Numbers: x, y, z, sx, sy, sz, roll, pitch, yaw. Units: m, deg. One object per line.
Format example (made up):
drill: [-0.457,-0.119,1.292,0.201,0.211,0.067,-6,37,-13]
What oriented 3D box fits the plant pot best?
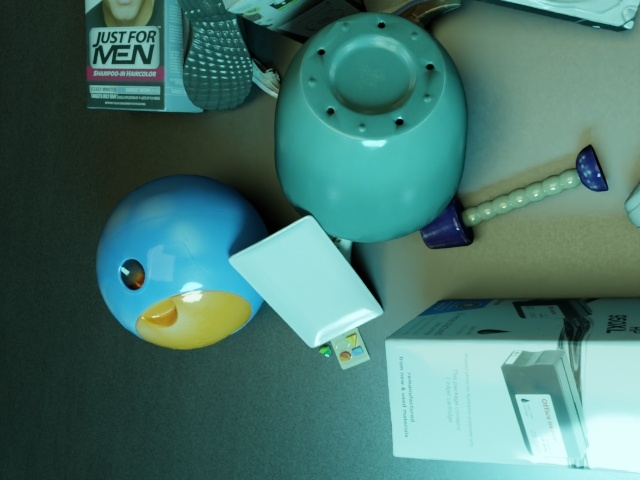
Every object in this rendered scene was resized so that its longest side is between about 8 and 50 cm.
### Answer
plant pot: [0.068,-0.170,0.999,0.292,0.235,0.293,-1,73,3]

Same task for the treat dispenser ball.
treat dispenser ball: [-0.222,0.034,1.193,0.288,0.288,0.288,3,98,24]

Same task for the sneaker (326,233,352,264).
sneaker: [0.000,0.000,1.180,0.105,0.123,0.290,25,107,18]

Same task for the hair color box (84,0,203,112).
hair color box: [-0.307,-0.416,1.259,0.185,0.113,0.375,7,101,27]

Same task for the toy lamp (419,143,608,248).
toy lamp: [0.278,-0.054,1.072,0.274,0.080,0.080,-22,87,26]

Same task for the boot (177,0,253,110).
boot: [-0.172,-0.394,1.182,0.118,0.338,0.223,-1,57,-8]

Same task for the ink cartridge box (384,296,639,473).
ink cartridge box: [0.319,0.177,0.967,0.394,0.285,0.166,-3,95,24]

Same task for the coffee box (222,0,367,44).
coffee box: [-0.051,-0.404,1.055,0.118,0.297,0.168,-22,86,21]

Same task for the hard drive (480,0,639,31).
hard drive: [0.282,-0.435,0.971,0.338,0.064,0.237,14,102,2]

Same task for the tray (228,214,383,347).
tray: [-0.017,0.067,1.144,0.145,0.270,0.030,-28,42,10]

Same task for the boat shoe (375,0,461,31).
boat shoe: [0.137,-0.332,1.113,0.183,0.066,0.066,-11,97,35]

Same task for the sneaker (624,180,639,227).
sneaker: [0.479,-0.168,0.959,0.292,0.108,0.169,-47,76,12]

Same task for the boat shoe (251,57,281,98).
boat shoe: [-0.088,-0.276,1.233,0.100,0.035,0.035,43,114,21]

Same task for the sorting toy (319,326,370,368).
sorting toy: [0.038,0.191,1.245,0.083,0.012,0.062,-26,86,24]
